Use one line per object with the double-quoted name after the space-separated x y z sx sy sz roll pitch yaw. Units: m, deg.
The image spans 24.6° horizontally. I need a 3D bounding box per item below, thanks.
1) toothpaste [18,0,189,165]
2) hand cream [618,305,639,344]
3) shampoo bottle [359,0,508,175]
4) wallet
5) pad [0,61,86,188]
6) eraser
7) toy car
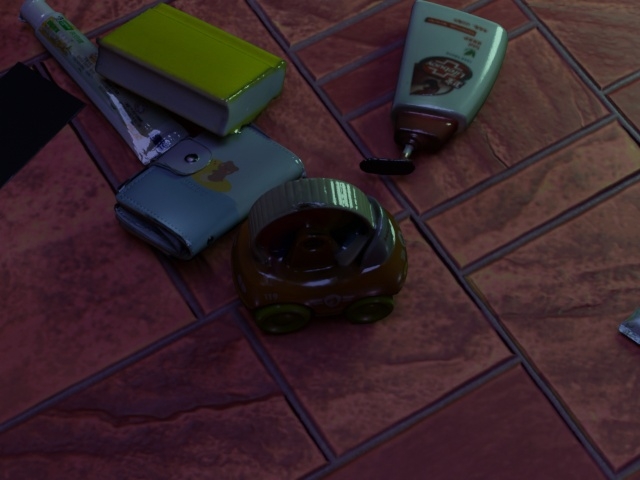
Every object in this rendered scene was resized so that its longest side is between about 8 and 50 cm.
-0.312 -0.232 2.060 0.314 0.056 0.058 46 113 18 "toothpaste"
0.468 0.063 1.908 0.067 0.042 0.194 36 69 17 "hand cream"
0.150 -0.200 2.037 0.153 0.071 0.284 20 60 12 "shampoo bottle"
-0.149 -0.069 1.956 0.170 0.069 0.231 33 53 28 "wallet"
-0.435 -0.159 2.040 0.127 0.004 0.190 33 64 17 "pad"
-0.175 -0.237 2.024 0.226 0.069 0.158 28 38 18 "eraser"
0.000 0.000 1.832 0.235 0.235 0.145 -6 60 -5 "toy car"
